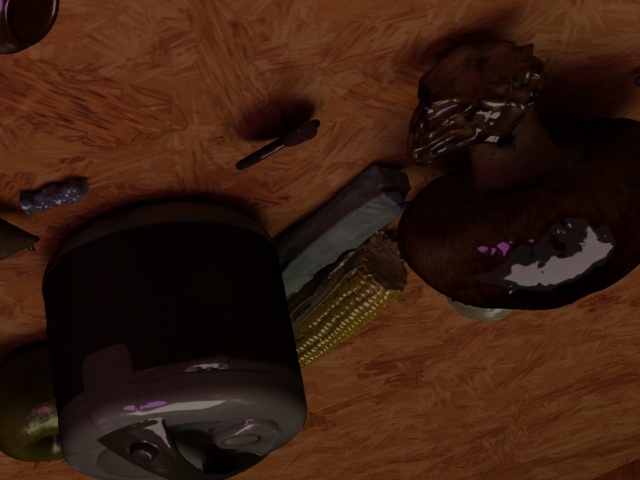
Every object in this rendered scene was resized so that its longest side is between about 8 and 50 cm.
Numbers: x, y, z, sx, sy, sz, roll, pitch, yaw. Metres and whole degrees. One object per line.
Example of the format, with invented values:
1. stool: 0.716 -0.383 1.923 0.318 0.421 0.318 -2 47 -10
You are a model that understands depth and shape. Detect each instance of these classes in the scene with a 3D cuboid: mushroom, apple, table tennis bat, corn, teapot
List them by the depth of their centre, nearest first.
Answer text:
1. teapot: -0.281 -0.225 1.267 0.098 0.078 0.129 -47 156 -24
2. table tennis bat: -0.064 -0.154 1.604 0.107 0.119 0.170 -32 -174 -18
3. mushroom: 0.225 -0.070 1.704 0.331 0.356 0.334 -40 -171 25
4. corn: 0.013 0.084 2.059 0.123 0.122 0.305 43 133 -8
5. apple: -0.401 0.237 2.130 0.196 0.157 0.196 -11 156 -5

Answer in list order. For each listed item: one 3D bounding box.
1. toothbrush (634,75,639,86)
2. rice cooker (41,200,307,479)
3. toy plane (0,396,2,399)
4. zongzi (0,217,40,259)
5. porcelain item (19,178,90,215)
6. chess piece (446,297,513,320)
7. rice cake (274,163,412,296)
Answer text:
1. toothbrush: 0.505 -0.239 1.671 0.294 0.028 0.026 -25 155 16
2. rice cooker: -0.186 0.151 1.828 0.335 0.325 0.335 -11 156 -5
3. toy plane: -0.563 0.147 1.942 0.267 0.212 0.088 34 88 -36
4. zongzi: -0.482 0.008 1.660 0.228 0.115 0.256 -18 167 22
5. porcelain item: -0.310 -0.053 1.687 0.083 0.028 0.036 -15 173 2
6. chess piece: 0.197 0.008 1.972 0.133 0.133 0.243 -19 149 16
7. rice cake: 0.000 0.000 1.914 0.066 0.063 0.336 13 148 -33
